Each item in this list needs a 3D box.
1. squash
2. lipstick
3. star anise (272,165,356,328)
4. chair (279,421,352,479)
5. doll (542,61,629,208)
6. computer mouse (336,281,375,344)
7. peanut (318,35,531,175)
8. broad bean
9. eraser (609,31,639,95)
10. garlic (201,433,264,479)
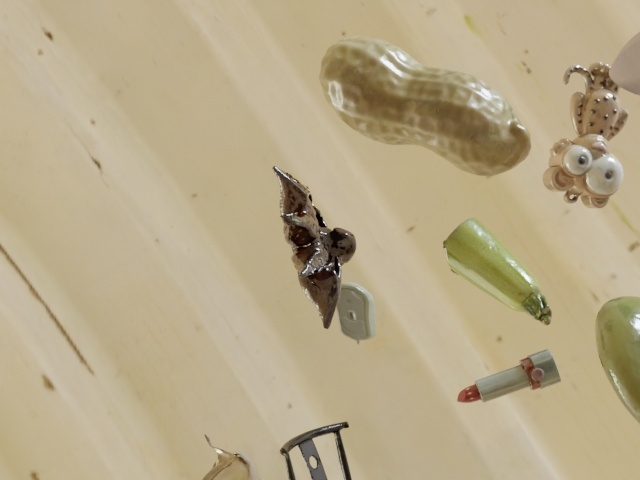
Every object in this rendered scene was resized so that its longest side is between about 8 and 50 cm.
[{"bbox_3d":[0.404,0.087,1.931,0.137,0.287,0.137,-37,-24,-20],"label":"squash"},{"bbox_3d":[0.335,0.258,1.586,0.186,0.063,0.057,-20,-1,1],"label":"lipstick"},{"bbox_3d":[0.000,0.000,1.336,0.102,0.272,0.272,-19,-40,3],"label":"star anise"},{"bbox_3d":[0.059,0.375,1.162,0.141,0.260,0.154,-17,-6,33],"label":"chair"},{"bbox_3d":[0.518,-0.204,1.687,0.154,0.119,0.278,9,-91,-12],"label":"doll"},{"bbox_3d":[0.078,0.151,1.893,0.056,0.089,0.182,-53,-36,-42],"label":"computer mouse"},{"bbox_3d":[0.135,-0.172,1.161,0.120,0.298,0.136,-61,-13,-23],"label":"peanut"},{"bbox_3d":[0.474,0.187,1.179,0.189,0.263,0.121,-23,-10,-36],"label":"broad bean"},{"bbox_3d":[0.521,-0.243,1.303,0.204,0.243,0.059,38,-100,-23],"label":"eraser"},{"bbox_3d":[-0.180,0.473,1.576,0.196,0.338,0.151,7,-54,13],"label":"garlic"}]
